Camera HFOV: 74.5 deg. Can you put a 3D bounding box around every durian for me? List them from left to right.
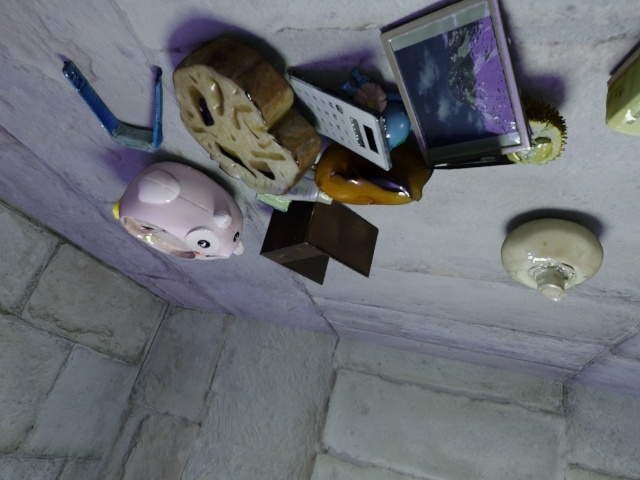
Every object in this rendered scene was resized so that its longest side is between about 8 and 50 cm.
[{"bbox_3d":[0.379,-0.220,0.820,0.208,0.102,0.146,28,163,33],"label":"durian"}]

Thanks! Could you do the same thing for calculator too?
[{"bbox_3d":[0.044,-0.249,0.880,0.262,0.021,0.161,38,167,34],"label":"calculator"}]

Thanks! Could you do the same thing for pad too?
[{"bbox_3d":[0.315,-0.161,0.892,0.160,0.009,0.265,0,-173,32],"label":"pad"}]

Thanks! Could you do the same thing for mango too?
[{"bbox_3d":[0.122,-0.158,1.012,0.287,0.152,0.201,9,164,19],"label":"mango"}]

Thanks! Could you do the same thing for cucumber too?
[{"bbox_3d":[-0.132,-0.156,1.286,0.115,0.062,0.116,21,137,-15],"label":"cucumber"}]

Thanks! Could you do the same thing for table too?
[{"bbox_3d":[0.000,0.000,1.389,0.282,0.196,0.251,30,151,-32],"label":"table"}]

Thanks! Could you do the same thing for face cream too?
[{"bbox_3d":[-0.071,-0.163,1.206,0.224,0.114,0.070,15,-163,-4],"label":"face cream"}]

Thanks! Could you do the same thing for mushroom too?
[{"bbox_3d":[0.612,0.056,1.120,0.246,0.202,0.246,9,144,7],"label":"mushroom"}]

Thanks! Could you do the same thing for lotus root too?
[{"bbox_3d":[-0.185,-0.265,0.982,0.375,0.111,0.390,13,149,33],"label":"lotus root"}]

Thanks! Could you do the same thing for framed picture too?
[{"bbox_3d":[0.244,-0.269,0.754,0.209,0.019,0.281,-5,126,41],"label":"framed picture"}]

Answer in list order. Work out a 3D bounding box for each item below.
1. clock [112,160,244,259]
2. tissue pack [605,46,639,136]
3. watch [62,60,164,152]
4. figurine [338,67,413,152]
[{"bbox_3d":[-0.432,-0.091,1.387,0.377,0.250,0.368,18,155,11],"label":"clock"},{"bbox_3d":[0.556,-0.251,0.594,0.159,0.125,0.234,16,156,1],"label":"tissue pack"},{"bbox_3d":[-0.489,-0.346,1.122,0.276,0.068,0.274,11,150,12],"label":"watch"},{"bbox_3d":[0.108,-0.270,0.878,0.178,0.114,0.144,43,169,-25],"label":"figurine"}]
